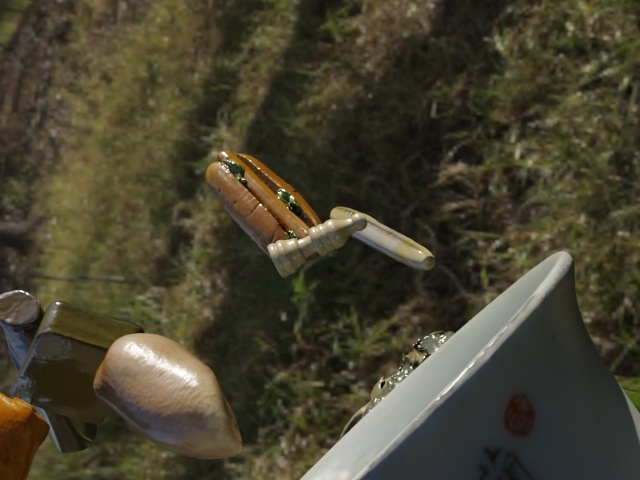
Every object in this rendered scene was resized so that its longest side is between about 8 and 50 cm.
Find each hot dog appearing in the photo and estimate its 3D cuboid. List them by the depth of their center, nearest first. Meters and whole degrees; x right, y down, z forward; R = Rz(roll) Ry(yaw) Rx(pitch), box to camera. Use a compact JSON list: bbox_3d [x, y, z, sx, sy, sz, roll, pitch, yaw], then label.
[{"bbox_3d":[-0.079,-0.054,1.611,0.249,0.100,0.068,45,149,34],"label":"hot dog"}]

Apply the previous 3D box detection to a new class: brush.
[{"bbox_3d":[-0.295,0.151,1.336,0.197,0.123,0.059,129,158,-50],"label":"brush"}]

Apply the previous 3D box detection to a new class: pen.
[{"bbox_3d":[0.074,-0.004,1.309,0.233,0.040,0.032,31,121,59],"label":"pen"}]

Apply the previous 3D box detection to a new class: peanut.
[{"bbox_3d":[-0.115,0.121,0.839,0.152,0.076,0.076,24,111,36],"label":"peanut"}]

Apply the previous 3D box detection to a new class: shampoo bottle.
[{"bbox_3d":[-0.432,0.207,1.745,0.350,0.084,0.125,83,171,-49],"label":"shampoo bottle"}]

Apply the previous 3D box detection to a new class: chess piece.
[{"bbox_3d":[0.000,0.000,1.009,0.035,0.092,0.035,63,-175,-10],"label":"chess piece"}]

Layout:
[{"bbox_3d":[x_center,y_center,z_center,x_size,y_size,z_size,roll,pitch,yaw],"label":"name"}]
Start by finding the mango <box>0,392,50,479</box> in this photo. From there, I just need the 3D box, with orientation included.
[{"bbox_3d":[-0.338,0.235,0.920,0.252,0.126,0.154,-62,10,-26],"label":"mango"}]

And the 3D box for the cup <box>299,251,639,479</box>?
[{"bbox_3d":[0.081,0.182,0.691,0.347,0.163,0.347,-43,-4,-4],"label":"cup"}]

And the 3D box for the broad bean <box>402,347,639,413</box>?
[{"bbox_3d":[0.224,0.143,0.943,0.098,0.318,0.056,-24,-47,-83],"label":"broad bean"}]

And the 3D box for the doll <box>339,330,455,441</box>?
[{"bbox_3d":[0.134,0.276,1.440,0.349,0.247,0.247,-56,4,-25],"label":"doll"}]
